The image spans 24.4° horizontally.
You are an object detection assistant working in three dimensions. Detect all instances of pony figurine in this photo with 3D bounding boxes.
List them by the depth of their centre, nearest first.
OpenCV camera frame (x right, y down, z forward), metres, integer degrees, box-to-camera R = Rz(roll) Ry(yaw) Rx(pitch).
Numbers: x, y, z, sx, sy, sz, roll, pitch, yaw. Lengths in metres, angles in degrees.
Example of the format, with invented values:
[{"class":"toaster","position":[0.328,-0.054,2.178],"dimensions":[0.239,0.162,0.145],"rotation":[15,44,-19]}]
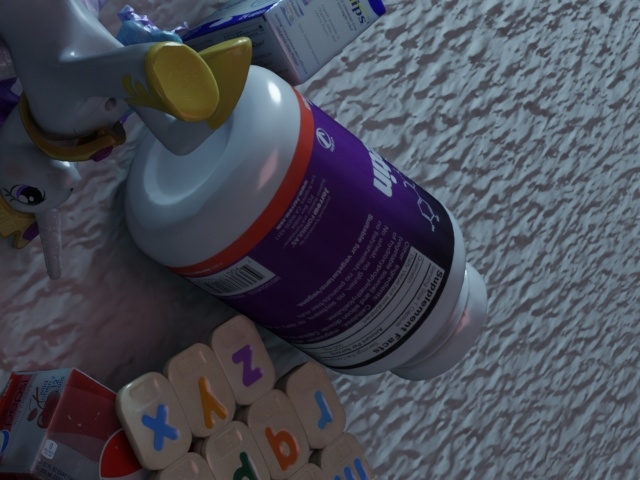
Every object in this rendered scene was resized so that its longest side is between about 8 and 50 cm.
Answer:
[{"class":"pony figurine","position":[-0.207,-0.167,1.021],"dimensions":[0.303,0.363,0.351],"rotation":[-27,89,-36]}]

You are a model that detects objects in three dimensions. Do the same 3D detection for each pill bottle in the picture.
[{"class":"pill bottle","position":[0.000,0.000,1.274],"dimensions":[0.323,0.181,0.181],"rotation":[35,62,-37]}]

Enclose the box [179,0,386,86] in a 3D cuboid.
[{"class":"box","position":[-0.035,-0.187,1.299],"dimensions":[0.137,0.126,0.072],"rotation":[-44,114,-39]}]

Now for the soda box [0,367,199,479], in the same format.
[{"class":"soda box","position":[-0.142,0.199,1.180],"dimensions":[0.263,0.083,0.092],"rotation":[39,58,-36]}]

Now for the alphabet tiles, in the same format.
[{"class":"alphabet tiles","position":[-0.057,0.213,1.184],"dimensions":[0.284,0.021,0.278],"rotation":[-33,101,-50]}]
